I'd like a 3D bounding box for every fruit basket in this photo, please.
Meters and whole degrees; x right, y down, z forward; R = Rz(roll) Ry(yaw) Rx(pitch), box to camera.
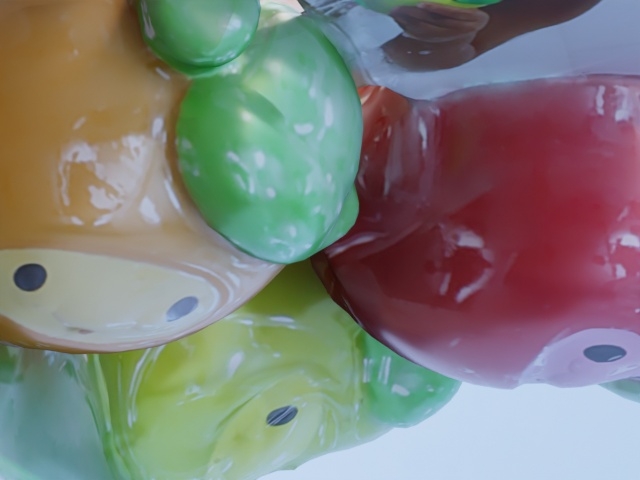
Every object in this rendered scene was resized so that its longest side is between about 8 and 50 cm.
[{"bbox_3d":[0.000,0.000,0.473,0.327,0.353,0.165,56,36,-65],"label":"fruit basket"}]
